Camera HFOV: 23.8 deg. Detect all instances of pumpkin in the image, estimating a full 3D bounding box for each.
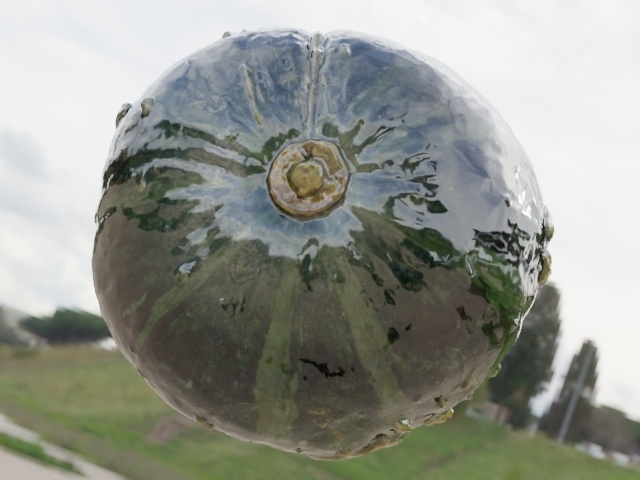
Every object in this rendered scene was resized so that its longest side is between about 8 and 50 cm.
[{"bbox_3d":[-0.001,0.000,0.637,0.190,0.190,0.146,17,-10,23],"label":"pumpkin"}]
